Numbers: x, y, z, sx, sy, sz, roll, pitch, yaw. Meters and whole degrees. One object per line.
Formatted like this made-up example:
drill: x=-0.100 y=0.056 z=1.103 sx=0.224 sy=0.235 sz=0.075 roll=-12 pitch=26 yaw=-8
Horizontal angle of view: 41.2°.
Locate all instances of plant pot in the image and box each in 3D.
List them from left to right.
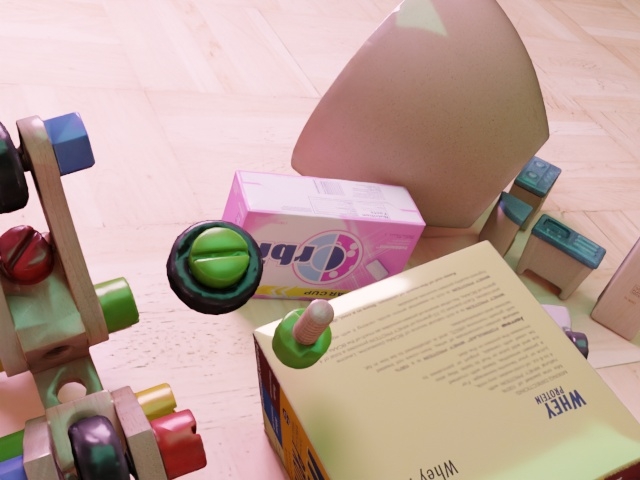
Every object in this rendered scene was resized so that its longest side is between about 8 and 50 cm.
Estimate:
plant pot: x=0.132 y=-0.124 z=0.922 sx=0.191 sy=0.284 sz=0.284 roll=42 pitch=39 yaw=7

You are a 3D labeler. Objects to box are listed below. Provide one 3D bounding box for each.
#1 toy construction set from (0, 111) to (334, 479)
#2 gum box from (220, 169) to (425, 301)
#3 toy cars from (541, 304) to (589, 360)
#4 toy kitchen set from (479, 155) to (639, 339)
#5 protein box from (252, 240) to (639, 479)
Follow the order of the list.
toy construction set: x=-0.199 y=0.099 z=0.549 sx=0.257 sy=0.237 sz=0.309 roll=43 pitch=62 yaw=5
gum box: x=0.000 y=0.000 z=0.819 sx=0.188 sy=0.107 sz=0.062 roll=4 pitch=40 yaw=-23
toy cars: x=0.249 y=0.208 z=0.703 sx=0.176 sy=0.087 sz=0.394 roll=-26 pitch=52 yaw=-27
toy kitchen set: x=0.315 y=-0.020 z=0.992 sx=0.207 sy=0.122 sz=0.166 roll=32 pitch=37 yaw=13
protein box: x=0.083 y=0.141 z=0.612 sx=0.200 sy=0.136 sz=0.201 roll=-20 pitch=50 yaw=-16
